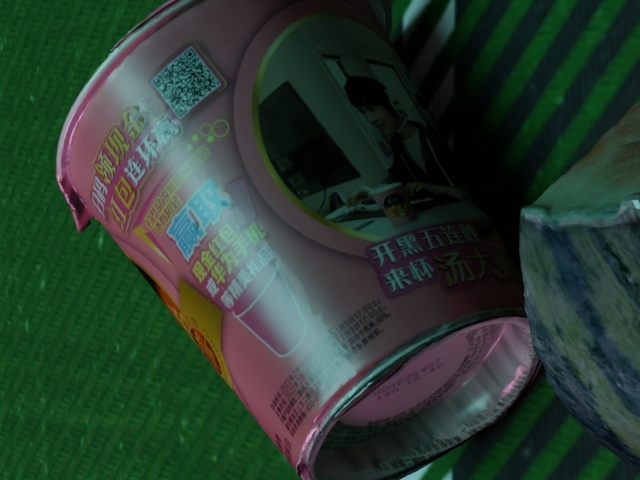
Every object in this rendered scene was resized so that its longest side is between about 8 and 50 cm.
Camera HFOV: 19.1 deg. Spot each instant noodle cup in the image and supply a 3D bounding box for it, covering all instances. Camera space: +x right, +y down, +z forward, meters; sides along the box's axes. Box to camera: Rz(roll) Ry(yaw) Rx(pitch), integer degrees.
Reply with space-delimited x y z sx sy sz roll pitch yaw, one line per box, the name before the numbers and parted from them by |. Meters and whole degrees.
instant noodle cup | 0.000 0.000 1.108 0.255 0.244 0.244 58 135 28

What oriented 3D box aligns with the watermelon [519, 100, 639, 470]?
watermelon | 0.204 0.008 0.829 0.250 0.283 0.292 -34 36 34
